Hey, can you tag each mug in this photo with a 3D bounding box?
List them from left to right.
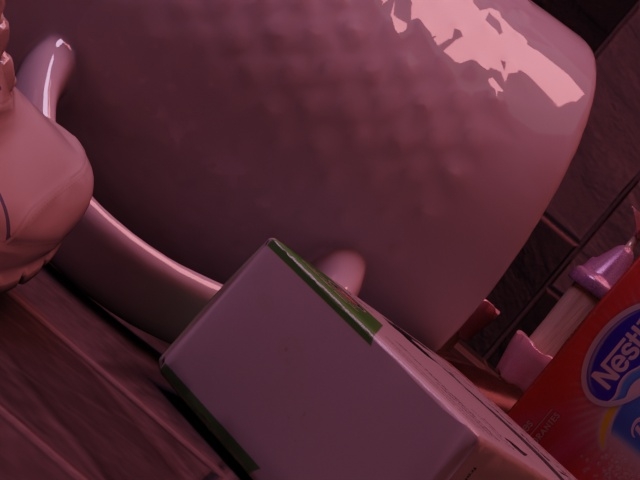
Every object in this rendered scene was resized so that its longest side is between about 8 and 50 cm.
[{"bbox_3d":[-0.053,-0.074,0.885,0.328,0.276,0.374,34,35,-13],"label":"mug"}]

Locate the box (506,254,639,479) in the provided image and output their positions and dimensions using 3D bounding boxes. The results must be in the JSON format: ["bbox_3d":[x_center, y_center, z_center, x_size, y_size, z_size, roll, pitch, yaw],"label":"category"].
[{"bbox_3d":[0.221,0.099,0.959,0.142,0.300,0.154,40,4,11],"label":"box"}]

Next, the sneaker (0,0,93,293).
[{"bbox_3d":[-0.152,-0.070,0.520,0.111,0.129,0.297,39,1,25],"label":"sneaker"}]

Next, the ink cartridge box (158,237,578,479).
[{"bbox_3d":[0.041,0.104,0.732,0.153,0.087,0.208,43,3,34],"label":"ink cartridge box"}]

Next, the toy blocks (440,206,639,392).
[{"bbox_3d":[0.271,0.141,1.355,0.288,0.260,0.309,38,4,-44],"label":"toy blocks"}]

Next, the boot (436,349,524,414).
[{"bbox_3d":[0.108,0.136,1.106,0.206,0.090,0.248,27,-1,-34],"label":"boot"}]
